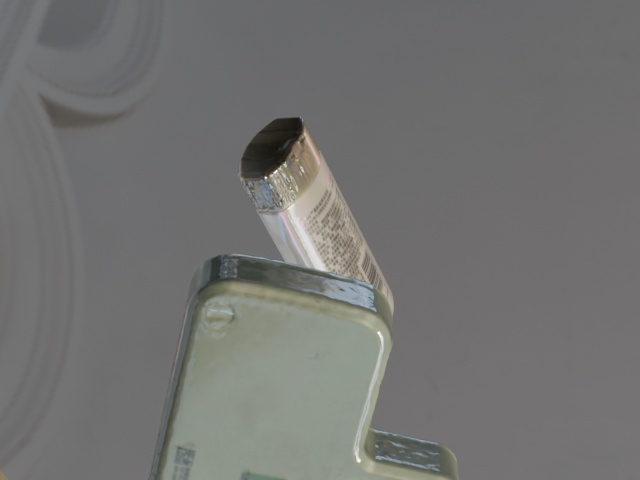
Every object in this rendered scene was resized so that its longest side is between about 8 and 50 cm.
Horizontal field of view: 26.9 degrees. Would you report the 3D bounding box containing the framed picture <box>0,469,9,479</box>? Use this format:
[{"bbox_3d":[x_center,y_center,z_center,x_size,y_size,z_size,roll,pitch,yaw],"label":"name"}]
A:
[{"bbox_3d":[-0.451,0.248,1.359,0.211,0.289,0.020,-37,175,-20],"label":"framed picture"}]

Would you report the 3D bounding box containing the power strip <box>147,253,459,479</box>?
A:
[{"bbox_3d":[-0.010,0.149,0.836,0.194,0.265,0.059,13,-161,-5],"label":"power strip"}]

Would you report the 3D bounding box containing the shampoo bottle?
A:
[{"bbox_3d":[0.000,0.000,1.201,0.056,0.227,0.086,-1,-135,32],"label":"shampoo bottle"}]
